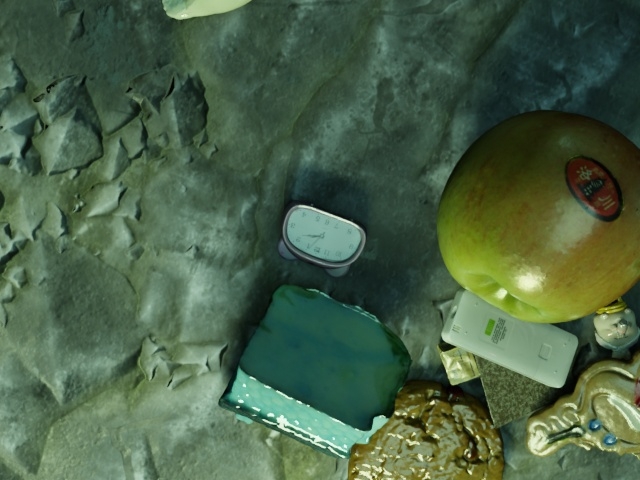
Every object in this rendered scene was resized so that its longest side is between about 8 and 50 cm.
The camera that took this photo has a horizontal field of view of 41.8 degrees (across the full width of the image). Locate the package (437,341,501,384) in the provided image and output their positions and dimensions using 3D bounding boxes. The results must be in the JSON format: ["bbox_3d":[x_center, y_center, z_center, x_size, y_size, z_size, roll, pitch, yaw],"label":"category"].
[{"bbox_3d":[0.275,0.197,1.467,0.131,0.047,0.071,-19,100,0],"label":"package"}]

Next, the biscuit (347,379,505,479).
[{"bbox_3d":[0.187,0.393,1.474,0.296,0.075,0.296,0,96,-2],"label":"biscuit"}]

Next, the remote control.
[{"bbox_3d":[0.328,0.168,1.436,0.250,0.034,0.103,23,82,-19],"label":"remote control"}]

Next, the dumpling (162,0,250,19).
[{"bbox_3d":[-0.162,-0.468,1.356,0.252,0.131,0.179,-29,76,22],"label":"dumpling"}]

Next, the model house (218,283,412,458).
[{"bbox_3d":[-0.018,0.252,1.418,0.261,0.226,0.241,27,132,-1],"label":"model house"}]

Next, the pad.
[{"bbox_3d":[0.338,0.191,1.463,0.158,0.003,0.235,-19,97,-21],"label":"pad"}]

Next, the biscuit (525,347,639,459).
[{"bbox_3d":[0.497,0.290,1.420,0.320,0.047,0.183,-20,89,21],"label":"biscuit"}]

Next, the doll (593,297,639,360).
[{"bbox_3d":[0.516,0.151,1.451,0.073,0.084,0.127,-15,89,1],"label":"doll"}]

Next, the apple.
[{"bbox_3d":[0.348,-0.029,1.301,0.305,0.338,0.338,-45,96,-6],"label":"apple"}]

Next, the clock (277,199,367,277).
[{"bbox_3d":[0.000,0.000,1.435,0.152,0.050,0.110,20,96,-4],"label":"clock"}]
